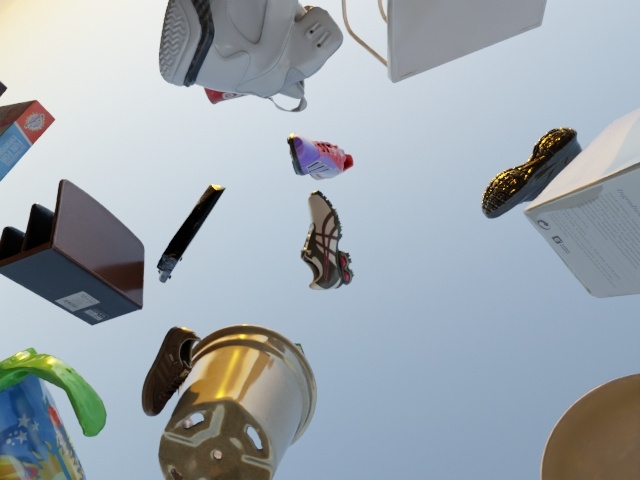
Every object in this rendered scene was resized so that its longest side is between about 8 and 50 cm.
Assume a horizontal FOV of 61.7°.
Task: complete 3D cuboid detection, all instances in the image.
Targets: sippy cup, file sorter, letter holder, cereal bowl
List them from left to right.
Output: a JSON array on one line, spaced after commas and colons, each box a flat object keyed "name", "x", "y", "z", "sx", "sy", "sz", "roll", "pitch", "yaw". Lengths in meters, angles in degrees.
[{"name": "sippy cup", "x": -0.450, "y": 0.302, "z": 0.736, "sx": 0.306, "sy": 0.224, "sz": 0.240, "roll": -28, "pitch": -175, "yaw": 44}, {"name": "letter holder", "x": -0.564, "y": 0.029, "z": 1.252, "sx": 0.152, "sy": 0.302, "sz": 0.214, "roll": -19, "pitch": -127, "yaw": 12}, {"name": "file sorter", "x": 0.186, "y": -0.405, "z": 0.808, "sx": 0.278, "sy": 0.192, "sz": 0.173, "roll": -24, "pitch": -128, "yaw": -12}, {"name": "cereal bowl", "x": 0.530, "y": 0.379, "z": 0.824, "sx": 0.339, "sy": 0.141, "sz": 0.339, "roll": -37, "pitch": -158, "yaw": 18}]

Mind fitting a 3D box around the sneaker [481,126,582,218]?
[{"name": "sneaker", "x": 0.529, "y": -0.141, "z": 1.317, "sx": 0.286, "sy": 0.130, "sz": 0.109, "roll": -40, "pitch": -150, "yaw": 12}]

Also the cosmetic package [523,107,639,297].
[{"name": "cosmetic package", "x": 0.412, "y": -0.078, "z": 0.518, "sx": 0.217, "sy": 0.156, "sz": 0.385, "roll": -41, "pitch": -178, "yaw": -15}]

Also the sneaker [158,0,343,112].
[{"name": "sneaker", "x": -0.057, "y": -0.342, "z": 0.666, "sx": 0.137, "sy": 0.210, "sz": 0.365, "roll": -100, "pitch": -150, "yaw": -63}]

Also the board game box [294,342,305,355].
[{"name": "board game box", "x": -0.114, "y": 0.408, "z": 1.485, "sx": 0.259, "sy": 0.030, "sz": 0.136, "roll": -46, "pitch": -130, "yaw": 33}]

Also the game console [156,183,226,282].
[{"name": "game console", "x": -0.336, "y": 0.005, "z": 1.313, "sx": 0.361, "sy": 0.044, "sz": 0.213, "roll": -38, "pitch": -159, "yaw": 59}]

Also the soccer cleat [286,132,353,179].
[{"name": "soccer cleat", "x": 0.001, "y": -0.218, "z": 1.372, "sx": 0.117, "sy": 0.318, "sz": 0.108, "roll": -11, "pitch": -93, "yaw": 14}]

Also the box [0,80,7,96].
[{"name": "box", "x": -0.681, "y": -0.288, "z": 0.767, "sx": 0.143, "sy": 0.381, "sz": 0.191, "roll": 19, "pitch": -109, "yaw": 21}]

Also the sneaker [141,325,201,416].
[{"name": "sneaker", "x": -0.304, "y": 0.270, "z": 1.095, "sx": 0.071, "sy": 0.066, "sz": 0.188, "roll": 9, "pitch": -104, "yaw": 26}]

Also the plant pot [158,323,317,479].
[{"name": "plant pot", "x": -0.185, "y": 0.380, "z": 1.126, "sx": 0.334, "sy": 0.333, "sz": 0.305, "roll": -37, "pitch": -176, "yaw": 8}]

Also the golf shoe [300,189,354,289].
[{"name": "golf shoe", "x": 0.000, "y": 0.000, "z": 1.436, "sx": 0.120, "sy": 0.272, "sz": 0.105, "roll": -15, "pitch": 175, "yaw": -18}]

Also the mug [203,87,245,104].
[{"name": "mug", "x": -0.121, "y": -0.322, "z": 0.927, "sx": 0.170, "sy": 0.150, "sz": 0.113, "roll": -8, "pitch": -144, "yaw": 4}]

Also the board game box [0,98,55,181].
[{"name": "board game box", "x": -0.811, "y": -0.220, "z": 1.280, "sx": 0.317, "sy": 0.064, "sz": 0.242, "roll": 5, "pitch": -124, "yaw": 35}]
